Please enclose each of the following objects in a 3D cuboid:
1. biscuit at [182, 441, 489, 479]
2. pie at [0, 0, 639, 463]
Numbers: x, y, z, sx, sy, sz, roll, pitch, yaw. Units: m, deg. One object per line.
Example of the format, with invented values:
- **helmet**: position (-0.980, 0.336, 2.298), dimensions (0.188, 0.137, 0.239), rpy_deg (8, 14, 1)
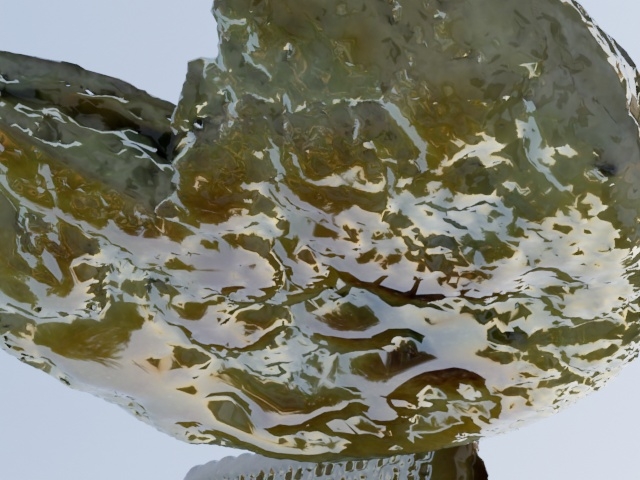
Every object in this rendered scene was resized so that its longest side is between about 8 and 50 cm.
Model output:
- **biscuit**: position (-0.013, 0.189, 0.869), dimensions (0.029, 0.254, 0.172), rpy_deg (25, -116, -34)
- **pie**: position (0.000, 0.000, 0.685), dimensions (0.337, 0.337, 0.075), rpy_deg (31, -133, -20)
